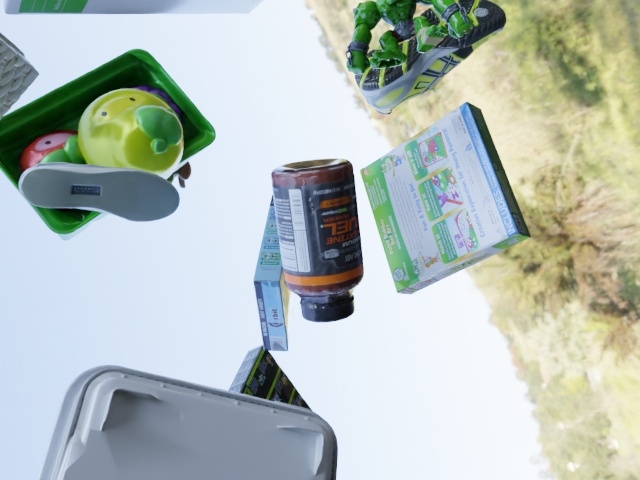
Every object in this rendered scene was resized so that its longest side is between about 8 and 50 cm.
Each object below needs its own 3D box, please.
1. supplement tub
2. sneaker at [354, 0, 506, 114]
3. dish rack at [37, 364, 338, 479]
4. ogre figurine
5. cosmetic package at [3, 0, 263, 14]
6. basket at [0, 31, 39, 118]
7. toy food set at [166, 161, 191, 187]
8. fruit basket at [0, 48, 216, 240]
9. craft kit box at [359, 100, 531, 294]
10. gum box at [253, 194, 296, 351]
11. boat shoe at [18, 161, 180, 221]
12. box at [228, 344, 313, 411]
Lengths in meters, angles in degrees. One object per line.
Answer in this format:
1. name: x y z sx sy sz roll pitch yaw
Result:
1. supplement tub: 0.000 0.000 0.885 0.106 0.106 0.197 -53 -43 -71
2. sneaker: 0.262 -0.442 1.672 0.145 0.385 0.147 64 -177 33
3. dish rack: -0.127 0.283 0.740 0.333 0.072 0.285 17 -123 -17
4. ogre figurine: 0.126 -0.344 1.107 0.097 0.197 0.118 11 -121 -53
5. cosmetic package: -0.241 -0.410 0.957 0.197 0.366 0.155 -5 93 64
6. basket: -0.521 -0.239 1.045 0.103 0.167 0.113 38 175 34
7. toy food set: -0.345 -0.179 1.584 0.218 0.071 0.128 -10 -84 -68
8. fruit basket: -0.373 -0.183 1.248 0.283 0.392 0.392 49 -164 4
9. craft kit box: 0.202 -0.067 1.202 0.061 0.247 0.249 12 -123 -50
10. gum box: -0.062 0.048 1.071 0.184 0.041 0.157 -83 -7 -47
11. boat shoe: -0.328 -0.082 1.051 0.081 0.228 0.079 -135 54 -60
12. box: -0.088 0.306 1.212 0.184 0.045 0.190 54 -155 -16
